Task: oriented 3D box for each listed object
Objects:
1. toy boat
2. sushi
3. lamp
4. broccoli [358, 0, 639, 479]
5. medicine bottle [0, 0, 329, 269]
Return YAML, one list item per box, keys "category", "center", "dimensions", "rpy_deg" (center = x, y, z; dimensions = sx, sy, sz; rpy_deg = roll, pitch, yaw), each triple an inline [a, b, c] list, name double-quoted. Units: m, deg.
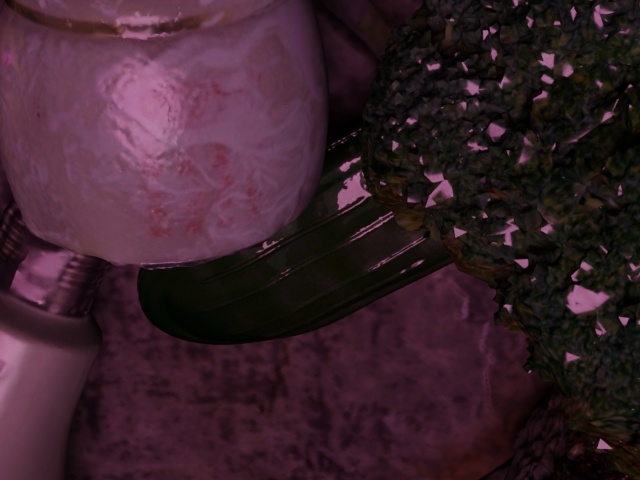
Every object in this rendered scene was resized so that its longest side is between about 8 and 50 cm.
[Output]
- category: "toy boat"
  center: [0.000, 0.000, 0.784]
  dimensions: [0.210, 0.052, 0.104]
  rpy_deg: [-28, 133, 22]
- category: "sushi"
  center: [0.157, 0.097, 0.810]
  dimensions: [0.078, 0.090, 0.150]
  rpy_deg: [24, 123, -6]
- category: "lamp"
  center: [-0.213, 0.111, 0.825]
  dimensions: [0.182, 0.182, 0.314]
  rpy_deg: [11, 102, -2]
- category: "broccoli"
  center: [0.166, -0.038, 0.643]
  dimensions: [0.308, 0.308, 0.275]
  rpy_deg: [11, 147, -2]
- category: "medicine bottle"
  center: [-0.071, -0.082, 0.682]
  dimensions: [0.147, 0.147, 0.143]
  rpy_deg: [0, 119, 5]
